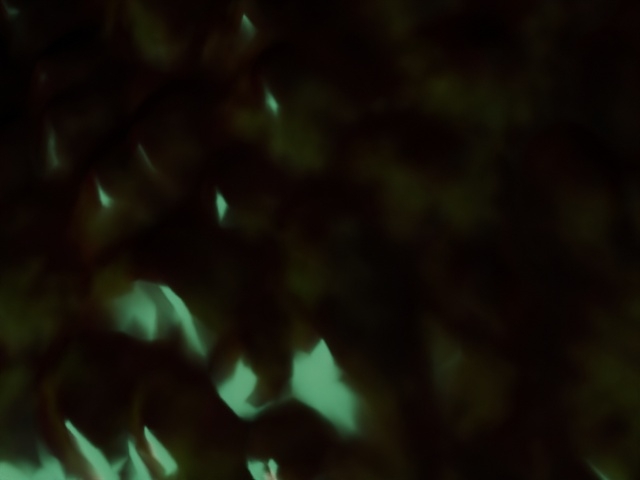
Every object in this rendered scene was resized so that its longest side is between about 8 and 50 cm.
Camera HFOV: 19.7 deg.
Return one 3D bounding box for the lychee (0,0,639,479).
[{"bbox_3d":[0.050,0.052,0.683,0.424,0.424,0.500,89,160,-68],"label":"lychee"}]
